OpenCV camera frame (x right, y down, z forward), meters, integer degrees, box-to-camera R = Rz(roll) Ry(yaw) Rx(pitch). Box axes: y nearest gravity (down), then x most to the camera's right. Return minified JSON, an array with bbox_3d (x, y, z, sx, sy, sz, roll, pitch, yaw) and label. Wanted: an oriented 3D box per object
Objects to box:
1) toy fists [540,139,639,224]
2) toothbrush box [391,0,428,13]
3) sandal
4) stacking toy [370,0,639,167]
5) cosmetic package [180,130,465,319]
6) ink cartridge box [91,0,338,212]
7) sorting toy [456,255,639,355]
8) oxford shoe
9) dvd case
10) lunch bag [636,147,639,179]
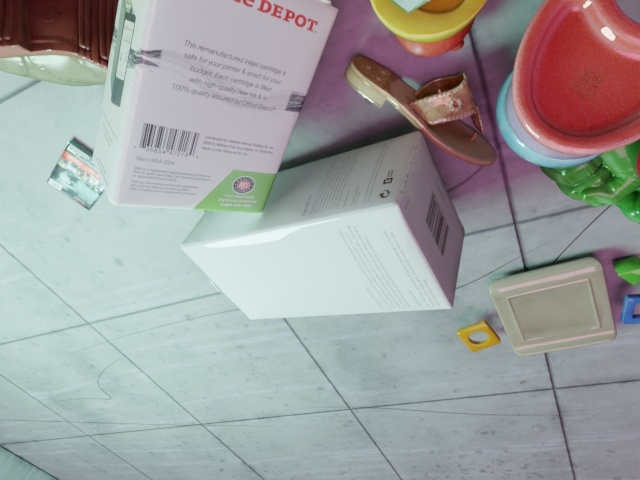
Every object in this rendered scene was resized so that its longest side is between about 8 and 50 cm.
[{"bbox_3d":[0.428,-0.093,0.587,0.279,0.096,0.142,19,131,-8],"label":"toy fists"},{"bbox_3d":[0.080,-0.364,0.318,0.206,0.122,0.283,28,99,-16],"label":"toothbrush box"},{"bbox_3d":[0.151,-0.184,0.566,0.240,0.088,0.079,28,135,-7],"label":"sandal"},{"bbox_3d":[0.239,-0.245,0.451,0.279,0.130,0.309,-46,81,11],"label":"stacking toy"},{"bbox_3d":[0.000,0.000,0.660,0.365,0.155,0.197,-7,132,34],"label":"cosmetic package"},{"bbox_3d":[-0.130,-0.178,0.513,0.198,0.115,0.273,1,124,-40],"label":"ink cartridge box"},{"bbox_3d":[0.420,0.120,0.806,0.347,0.047,0.196,-18,120,24],"label":"sorting toy"},{"bbox_3d":[-0.291,-0.266,0.586,0.348,0.123,0.130,6,176,-7],"label":"oxford shoe"},{"bbox_3d":[-0.426,-0.113,0.785,0.087,0.013,0.119,38,125,-21],"label":"dvd case"},{"bbox_3d":[0.506,-0.161,0.444,0.258,0.120,0.293,9,108,-2],"label":"lunch bag"}]
